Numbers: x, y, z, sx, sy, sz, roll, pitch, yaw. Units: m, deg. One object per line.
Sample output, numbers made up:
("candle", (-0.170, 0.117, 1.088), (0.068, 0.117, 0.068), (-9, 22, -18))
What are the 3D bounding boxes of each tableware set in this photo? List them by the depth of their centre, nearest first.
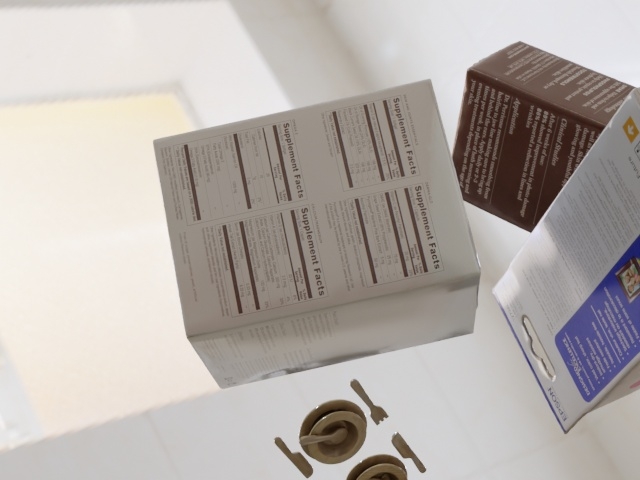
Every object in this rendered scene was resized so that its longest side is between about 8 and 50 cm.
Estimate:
("tableware set", (0.047, 0.273, 1.619), (0.128, 0.039, 0.194), (-37, -59, 0))

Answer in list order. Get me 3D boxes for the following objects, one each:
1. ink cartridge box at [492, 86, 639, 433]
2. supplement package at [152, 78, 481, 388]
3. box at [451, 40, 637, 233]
("ink cartridge box", (0.275, 0.029, 1.218), (0.069, 0.176, 0.371), (-14, -25, -23))
("supplement package", (0.000, 0.000, 1.254), (0.262, 0.198, 0.199), (-12, -20, 0))
("box", (0.357, -0.087, 1.640), (0.143, 0.381, 0.191), (-31, -40, -43))
